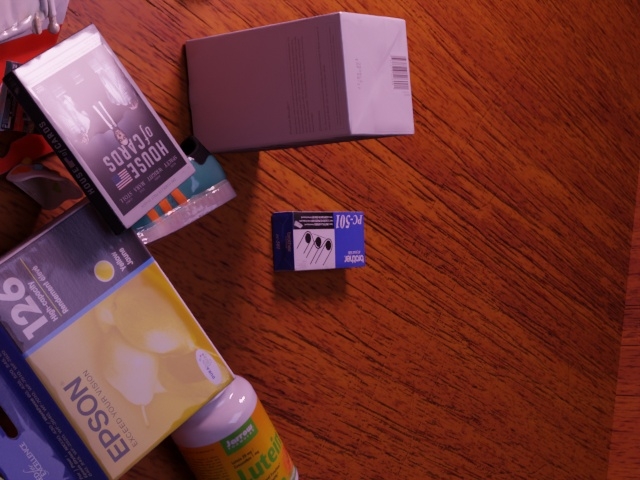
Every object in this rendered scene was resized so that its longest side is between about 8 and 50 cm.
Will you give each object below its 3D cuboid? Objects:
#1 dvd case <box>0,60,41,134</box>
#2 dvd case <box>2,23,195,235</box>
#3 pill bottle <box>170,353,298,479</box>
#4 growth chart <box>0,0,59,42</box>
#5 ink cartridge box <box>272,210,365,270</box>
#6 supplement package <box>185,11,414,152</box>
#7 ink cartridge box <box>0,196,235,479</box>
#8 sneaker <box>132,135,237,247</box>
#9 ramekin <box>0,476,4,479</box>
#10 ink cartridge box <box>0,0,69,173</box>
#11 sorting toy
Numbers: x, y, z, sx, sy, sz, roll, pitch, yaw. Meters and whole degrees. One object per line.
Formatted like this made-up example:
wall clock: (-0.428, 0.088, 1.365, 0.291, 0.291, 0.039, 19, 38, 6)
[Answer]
dvd case: (-0.363, -0.179, 1.703, 0.119, 0.013, 0.087, 1, 101, -59)
dvd case: (-0.277, -0.144, 1.704, 0.238, 0.029, 0.179, 55, 37, -10)
pill bottle: (-0.139, 0.281, 1.935, 0.136, 0.136, 0.245, -54, 129, -42)
growth chart: (-0.398, -0.302, 1.581, 0.237, 0.021, 0.172, -33, 129, -50)
ink cartridge box: (0.000, 0.000, 2.234, 0.207, 0.046, 0.097, -2, 90, -55)
supplement package: (-0.033, -0.229, 1.993, 0.175, 0.293, 0.177, -8, 94, -54)
ink cartridge box: (-0.302, 0.141, 1.651, 0.307, 0.072, 0.303, -41, 103, -35)
sneaker: (-0.252, -0.052, 1.848, 0.302, 0.108, 0.121, -32, 93, -45)
ramekin: (-0.411, 0.396, 1.455, 0.303, 0.148, 0.303, -1, 92, -36)
ink cartridge box: (-0.416, -0.270, 1.632, 0.308, 0.091, 0.385, -33, 113, -51)
sorting toy: (-0.345, -0.073, 1.713, 0.083, 0.075, 0.045, 48, 58, -54)
